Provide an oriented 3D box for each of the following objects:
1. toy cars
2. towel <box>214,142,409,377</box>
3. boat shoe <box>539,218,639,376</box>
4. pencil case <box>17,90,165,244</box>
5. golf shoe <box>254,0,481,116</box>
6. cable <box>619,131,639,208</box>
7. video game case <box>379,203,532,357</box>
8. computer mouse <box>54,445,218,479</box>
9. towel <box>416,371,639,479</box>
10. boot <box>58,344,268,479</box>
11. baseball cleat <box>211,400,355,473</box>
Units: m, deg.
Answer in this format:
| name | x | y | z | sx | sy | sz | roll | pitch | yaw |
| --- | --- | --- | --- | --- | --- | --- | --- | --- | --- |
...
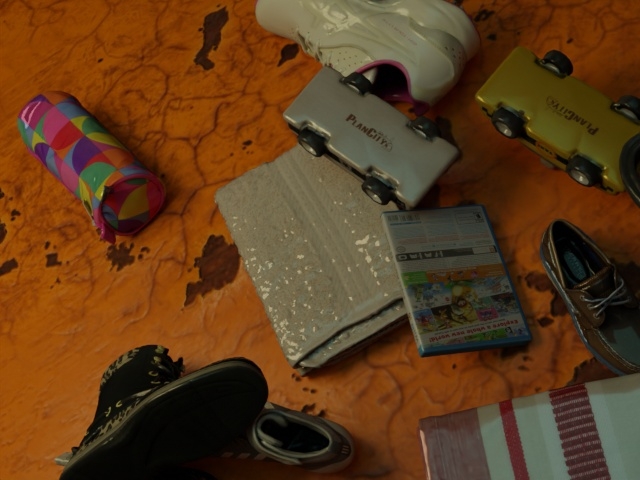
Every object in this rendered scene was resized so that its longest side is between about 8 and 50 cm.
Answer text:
| name | x | y | z | sx | sy | sz | roll | pitch | yaw |
| --- | --- | --- | --- | --- | --- | --- | --- | --- | --- |
| toy cars | 0.159 | -0.110 | 0.977 | 0.394 | 0.087 | 0.176 | -4 | 69 | 9 |
| towel | 0.000 | 0.000 | 1.022 | 0.187 | 0.049 | 0.282 | -31 | 57 | 2 |
| boat shoe | 0.268 | 0.056 | 0.877 | 0.066 | 0.066 | 0.183 | -33 | 58 | 1 |
| pencil case | -0.298 | -0.100 | 1.161 | 0.104 | 0.104 | 0.236 | -44 | 56 | -5 |
| golf shoe | 0.034 | -0.240 | 1.103 | 0.306 | 0.115 | 0.140 | 18 | 74 | 29 |
| cable | 0.353 | 0.027 | 0.821 | 0.139 | 0.072 | 0.287 | -39 | 51 | 7 |
| video game case | 0.137 | 0.037 | 0.935 | 0.119 | 0.015 | 0.166 | -4 | 58 | -16 |
| computer mouse | -0.231 | 0.309 | 0.875 | 0.189 | 0.072 | 0.272 | 7 | 44 | 20 |
| towel | 0.263 | 0.238 | 0.791 | 0.329 | 0.037 | 0.237 | -15 | 63 | 12 |
| boot | -0.155 | 0.153 | 0.922 | 0.236 | 0.085 | 0.178 | -34 | 23 | 15 |
| baseball cleat | -0.068 | 0.185 | 0.911 | 0.206 | 0.109 | 0.072 | 2 | 69 | 24 |
